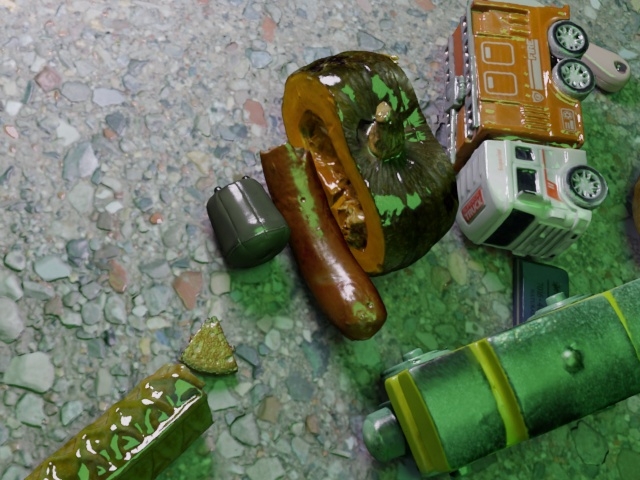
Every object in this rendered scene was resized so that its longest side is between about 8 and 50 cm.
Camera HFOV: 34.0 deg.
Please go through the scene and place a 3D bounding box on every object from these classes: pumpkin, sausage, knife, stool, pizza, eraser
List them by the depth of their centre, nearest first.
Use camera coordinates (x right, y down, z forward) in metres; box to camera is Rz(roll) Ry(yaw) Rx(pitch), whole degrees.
[{"bbox_3d":[-0.142,0.138,1.356,0.083,0.025,0.078,17,67,-23],"label":"pizza"},{"bbox_3d":[-0.099,-0.024,1.408,0.096,0.096,0.110,-19,71,-28],"label":"stool"},{"bbox_3d":[0.000,0.003,1.429,0.076,0.103,0.302,-21,76,-18],"label":"sausage"},{"bbox_3d":[0.073,-0.116,1.444,0.139,0.222,0.317,-15,75,-28],"label":"pumpkin"},{"bbox_3d":[0.327,0.128,1.554,0.082,0.036,0.225,13,64,-15],"label":"eraser"},{"bbox_3d":[0.392,-0.371,1.797,0.336,0.043,0.081,35,53,-3],"label":"knife"}]

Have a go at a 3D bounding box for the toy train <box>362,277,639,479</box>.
[{"bbox_3d":[0.272,0.174,1.348,0.442,0.272,0.179,-19,80,-16],"label":"toy train"}]

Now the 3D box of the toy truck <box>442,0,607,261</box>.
[{"bbox_3d":[0.293,-0.172,1.596,0.206,0.173,0.388,7,63,-13],"label":"toy truck"}]

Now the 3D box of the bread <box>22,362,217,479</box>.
[{"bbox_3d":[-0.242,0.255,1.228,0.087,0.098,0.269,23,49,38],"label":"bread"}]

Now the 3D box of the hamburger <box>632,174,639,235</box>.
[{"bbox_3d":[0.650,-0.041,1.690,0.283,0.144,0.260,19,49,-21],"label":"hamburger"}]
